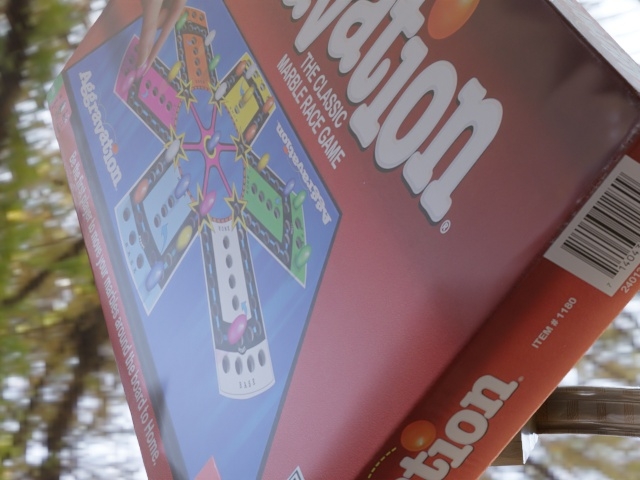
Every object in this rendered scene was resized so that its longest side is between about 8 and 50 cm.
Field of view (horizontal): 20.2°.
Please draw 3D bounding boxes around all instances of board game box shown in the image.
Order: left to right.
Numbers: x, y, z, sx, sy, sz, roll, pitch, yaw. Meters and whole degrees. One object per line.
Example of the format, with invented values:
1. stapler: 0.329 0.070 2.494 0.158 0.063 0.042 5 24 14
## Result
1. board game box: -0.007 -0.031 0.460 0.027 0.281 0.145 30 -73 -28

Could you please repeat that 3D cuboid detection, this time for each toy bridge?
1. toy bridge: 0.070 0.068 0.671 0.063 0.188 0.026 -17 -77 -77
